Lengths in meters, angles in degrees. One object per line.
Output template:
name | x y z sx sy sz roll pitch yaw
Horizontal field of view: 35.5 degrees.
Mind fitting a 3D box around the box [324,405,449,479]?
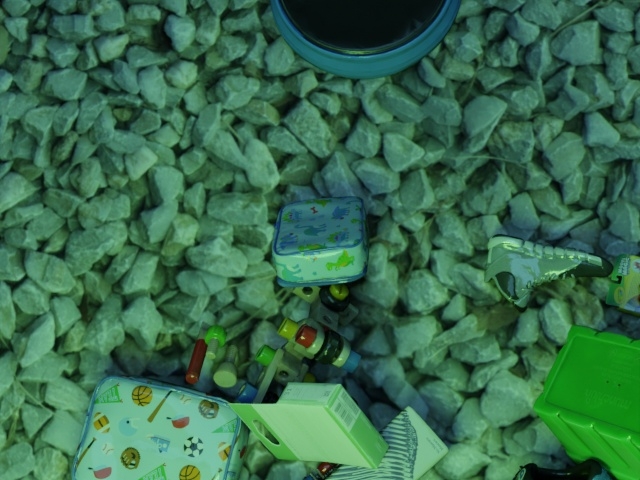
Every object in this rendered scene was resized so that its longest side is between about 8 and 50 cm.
box | 0.091 0.421 1.760 0.275 0.094 0.113 -42 78 -5

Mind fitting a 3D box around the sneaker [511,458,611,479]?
sneaker | 0.332 0.444 1.676 0.330 0.129 0.147 -21 112 6

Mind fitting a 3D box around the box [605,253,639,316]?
box | 0.613 0.095 1.810 0.179 0.043 0.105 16 80 8

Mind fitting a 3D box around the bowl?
bowl | 0.087 -0.518 2.005 0.391 0.077 0.390 -2 76 7

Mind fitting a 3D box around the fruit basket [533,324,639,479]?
fruit basket | 0.600 0.292 1.648 0.392 0.392 0.282 26 80 12

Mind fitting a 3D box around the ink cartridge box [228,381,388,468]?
ink cartridge box | -0.022 0.315 1.715 0.235 0.171 0.056 -4 42 43

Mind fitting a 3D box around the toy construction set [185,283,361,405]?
toy construction set | -0.066 0.179 1.797 0.309 0.257 0.237 10 40 -1

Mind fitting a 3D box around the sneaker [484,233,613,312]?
sneaker | 0.408 0.074 1.825 0.229 0.086 0.132 12 82 20

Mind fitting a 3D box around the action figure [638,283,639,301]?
action figure | 0.590 0.124 1.763 0.030 0.038 0.115 -9 61 -22

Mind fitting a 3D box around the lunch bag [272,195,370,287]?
lunch bag | 0.000 0.000 1.823 0.176 0.219 0.090 -6 118 6

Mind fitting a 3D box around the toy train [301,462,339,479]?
toy train | 0.012 0.409 1.802 0.158 0.036 0.027 -40 75 -4

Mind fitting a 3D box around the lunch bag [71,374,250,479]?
lunch bag | -0.292 0.379 1.808 0.304 0.115 0.243 12 81 9
